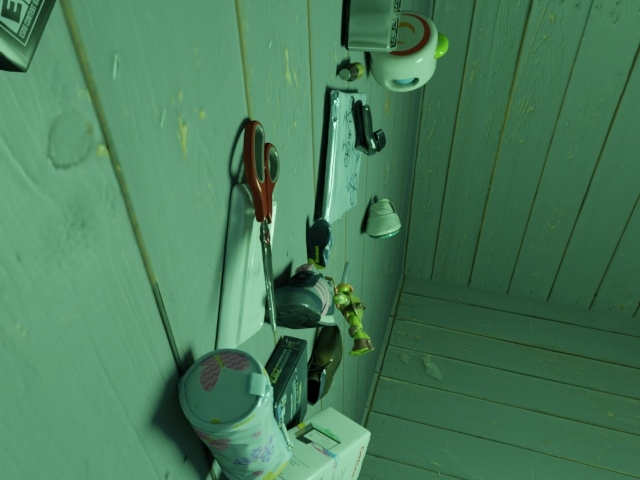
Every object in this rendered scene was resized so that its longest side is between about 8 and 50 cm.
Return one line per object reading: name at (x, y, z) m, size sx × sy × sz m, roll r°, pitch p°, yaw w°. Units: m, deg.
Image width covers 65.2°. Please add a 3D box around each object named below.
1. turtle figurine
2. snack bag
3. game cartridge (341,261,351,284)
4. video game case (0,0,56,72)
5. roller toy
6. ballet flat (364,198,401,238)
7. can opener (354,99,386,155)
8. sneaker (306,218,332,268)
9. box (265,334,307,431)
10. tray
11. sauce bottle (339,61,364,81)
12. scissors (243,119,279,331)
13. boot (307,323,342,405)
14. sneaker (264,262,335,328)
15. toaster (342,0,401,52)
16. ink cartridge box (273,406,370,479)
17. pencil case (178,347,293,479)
turtle figurine at (0.088, 0.206, 1.392) m, size 0.269 × 0.087 × 0.218 m, roll 74°, pitch -2°, yaw -72°
snack bag at (0.057, -0.208, 1.259) m, size 0.342 × 0.037 × 0.323 m, roll -43°, pitch 140°, yaw -68°
game cartridge at (0.085, 0.114, 1.634) m, size 0.056 × 0.017 × 0.083 m, roll 73°, pitch 30°, yaw -68°
video game case at (-0.193, -0.269, 0.232) m, size 0.248 × 0.035 × 0.275 m, roll 52°, pitch 51°, yaw -72°
roller toy at (0.230, -0.527, 1.406) m, size 0.191 × 0.209 × 0.146 m, roll -41°, pitch 157°, yaw -7°
ballet flat at (0.234, -0.091, 1.903) m, size 0.400 × 0.139 × 0.139 m, roll -33°, pitch 132°, yaw -77°
can opener at (0.115, -0.282, 1.263) m, size 0.073 × 0.059 × 0.186 m, roll -49°, pitch 146°, yaw -13°
sneaker at (0.000, 0.000, 1.149) m, size 0.144 × 0.053 × 0.059 m, roll 98°, pitch 12°, yaw -45°
box at (-0.081, 0.346, 1.049) m, size 0.183 × 0.059 × 0.233 m, roll -60°, pitch 157°, yaw -54°
tray at (-0.110, 0.045, 0.789) m, size 0.145 × 0.030 × 0.271 m, roll -25°, pitch 124°, yaw -72°
sauce bottle at (0.072, -0.395, 1.177) m, size 0.128 × 0.042 × 0.042 m, roll -50°, pitch 147°, yaw -60°
scissors at (-0.086, -0.023, 0.715) m, size 0.109 × 0.021 × 0.297 m, roll 44°, pitch 44°, yaw -69°
boot at (0.008, 0.337, 1.352) m, size 0.106 × 0.082 × 0.219 m, roll -32°, pitch 133°, yaw -75°
sneaker at (-0.042, 0.103, 0.992) m, size 0.319 × 0.112 × 0.131 m, roll 57°, pitch 28°, yaw -74°
toaster at (0.120, -0.520, 1.136) m, size 0.186 × 0.110 × 0.168 m, roll -52°, pitch 148°, yaw -61°
ink cartridge box at (-0.038, 0.477, 0.975) m, size 0.278 × 0.117 × 0.202 m, roll -5°, pitch 114°, yaw -55°
pencil case at (-0.115, 0.268, 0.731) m, size 0.273 × 0.124 × 0.114 m, roll 82°, pitch 23°, yaw -49°
